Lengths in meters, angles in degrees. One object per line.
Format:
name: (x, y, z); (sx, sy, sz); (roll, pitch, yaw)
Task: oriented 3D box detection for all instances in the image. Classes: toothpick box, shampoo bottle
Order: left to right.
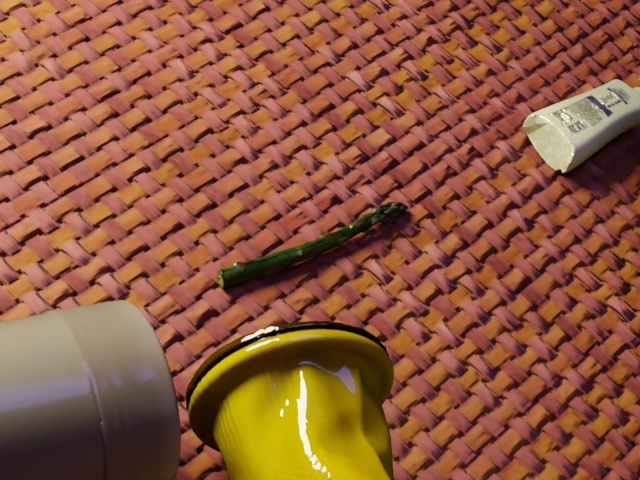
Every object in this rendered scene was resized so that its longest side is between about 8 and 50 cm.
toothpick box: (-0.173, 0.099, 0.845); (0.180, 0.111, 0.111); (-10, 56, -28)
shampoo bottle: (0.212, -0.093, 1.218); (0.141, 0.034, 0.049); (-26, 58, -37)

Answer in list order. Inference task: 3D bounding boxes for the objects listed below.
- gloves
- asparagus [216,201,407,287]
gloves: (0.010, 0.192, 0.827); (0.116, 0.133, 0.294); (7, 48, -24)
asparagus: (0.000, 0.000, 1.063); (0.163, 0.016, 0.016); (-23, 44, -34)
